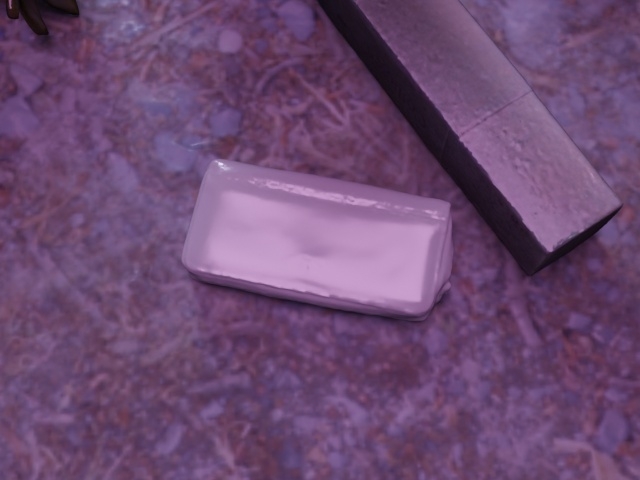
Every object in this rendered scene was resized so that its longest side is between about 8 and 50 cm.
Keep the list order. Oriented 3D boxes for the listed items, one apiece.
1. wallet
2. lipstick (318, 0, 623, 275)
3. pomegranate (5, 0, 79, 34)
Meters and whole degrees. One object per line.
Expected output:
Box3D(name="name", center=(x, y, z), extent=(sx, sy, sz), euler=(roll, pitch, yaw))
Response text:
Box3D(name="wallet", center=(0.000, 0.000, 0.569), extent=(0.190, 0.033, 0.095), euler=(13, 75, 6))
Box3D(name="lipstick", center=(0.085, -0.124, 0.588), extent=(0.068, 0.066, 0.317), euler=(-32, 75, -8))
Box3D(name="pomegranate", center=(-0.263, -0.243, 0.606), extent=(0.152, 0.131, 0.191), euler=(-43, 84, -14))
